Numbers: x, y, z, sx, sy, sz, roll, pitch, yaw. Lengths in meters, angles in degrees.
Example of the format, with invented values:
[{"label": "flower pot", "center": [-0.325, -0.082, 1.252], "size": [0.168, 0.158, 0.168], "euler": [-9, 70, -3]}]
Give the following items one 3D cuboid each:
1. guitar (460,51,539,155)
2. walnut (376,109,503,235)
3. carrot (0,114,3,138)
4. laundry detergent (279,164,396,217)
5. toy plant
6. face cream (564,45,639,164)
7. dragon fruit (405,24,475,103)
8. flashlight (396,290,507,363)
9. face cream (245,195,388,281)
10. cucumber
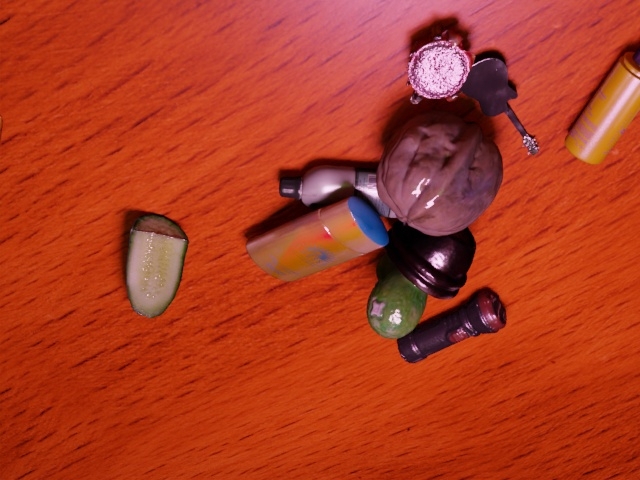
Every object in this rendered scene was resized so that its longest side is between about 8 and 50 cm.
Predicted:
[{"label": "guitar", "center": [0.320, -0.229, 1.843], "size": [0.088, 0.025, 0.233], "euler": [-27, 124, 22]}, {"label": "walnut", "center": [0.207, -0.118, 1.825], "size": [0.224, 0.224, 0.224], "euler": [1, 131, 1]}, {"label": "carrot", "center": [-0.606, -0.158, 1.930], "size": [0.037, 0.037, 0.190], "euler": [22, 124, -17]}, {"label": "laundry detergent", "center": [0.037, -0.091, 1.942], "size": [0.226, 0.070, 0.099], "euler": [3, 138, -1]}, {"label": "toy plant", "center": [0.177, 0.059, 1.979], "size": [0.175, 0.218, 0.235], "euler": [34, 115, -13]}, {"label": "face cream", "center": [0.512, -0.252, 1.783], "size": [0.078, 0.078, 0.273], "euler": [18, 129, -13]}, {"label": "dragon fruit", "center": [0.200, -0.295, 1.766], "size": [0.112, 0.068, 0.126], "euler": [4, 121, 7]}, {"label": "flashlight", "center": [0.263, 0.183, 2.163], "size": [0.232, 0.093, 0.093], "euler": [-28, 124, 24]}, {"label": "face cream", "center": [0.000, 0.000, 1.971], "size": [0.139, 0.067, 0.285], "euler": [33, 142, -32]}, {"label": "cucumber", "center": [-0.330, 0.054, 2.082], "size": [0.115, 0.063, 0.244], "euler": [6, 131, -15]}]
